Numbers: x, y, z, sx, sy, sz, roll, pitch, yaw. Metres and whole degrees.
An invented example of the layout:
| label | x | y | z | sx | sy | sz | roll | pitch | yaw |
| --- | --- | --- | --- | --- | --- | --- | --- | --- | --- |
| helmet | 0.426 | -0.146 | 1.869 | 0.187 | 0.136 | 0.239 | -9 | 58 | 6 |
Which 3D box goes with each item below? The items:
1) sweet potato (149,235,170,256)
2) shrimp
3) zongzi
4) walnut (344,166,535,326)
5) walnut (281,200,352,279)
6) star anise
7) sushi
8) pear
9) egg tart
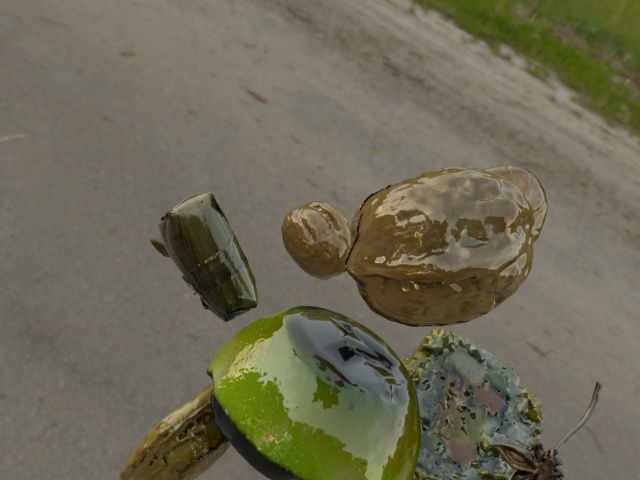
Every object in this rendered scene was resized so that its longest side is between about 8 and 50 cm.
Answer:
| label | x | y | z | sx | sy | sz | roll | pitch | yaw |
| --- | --- | --- | --- | --- | --- | --- | --- | --- | --- |
| sweet potato | -0.296 | 0.029 | 2.118 | 0.274 | 0.067 | 0.067 | 15 | 30 | -48 |
| shrimp | 0.238 | -0.033 | 1.381 | 0.287 | 0.152 | 0.063 | -11 | 13 | -22 |
| zongzi | -0.209 | 0.037 | 1.559 | 0.112 | 0.242 | 0.221 | -25 | 94 | -22 |
| walnut | 0.147 | 0.009 | 1.086 | 0.245 | 0.198 | 0.198 | -12 | 42 | -8 |
| walnut | 0.000 | 0.000 | 1.754 | 0.166 | 0.149 | 0.166 | 24 | 38 | -20 |
| star anise | 0.424 | 0.365 | 1.653 | 0.148 | 0.218 | 0.227 | 44 | 29 | 10 |
| sushi | 0.248 | 0.397 | 1.831 | 0.351 | 0.240 | 0.396 | 33 | 55 | 8 |
| pear | 0.024 | 0.244 | 1.433 | 0.399 | 0.165 | 0.399 | 30 | 23 | -14 |
| egg tart | -0.224 | 0.339 | 1.477 | 0.106 | 0.241 | 0.241 | 45 | 35 | 11 |
